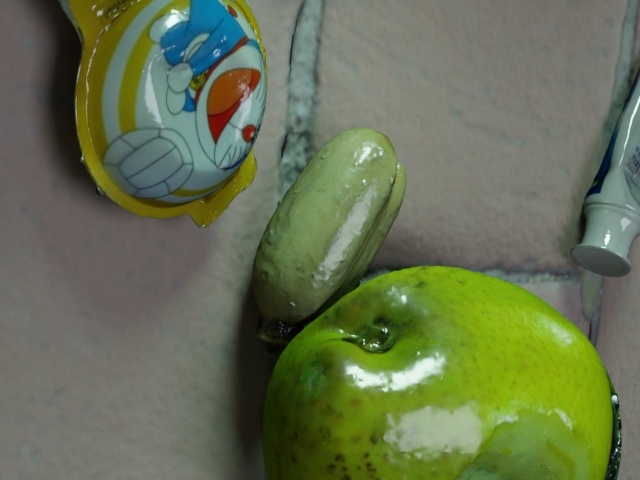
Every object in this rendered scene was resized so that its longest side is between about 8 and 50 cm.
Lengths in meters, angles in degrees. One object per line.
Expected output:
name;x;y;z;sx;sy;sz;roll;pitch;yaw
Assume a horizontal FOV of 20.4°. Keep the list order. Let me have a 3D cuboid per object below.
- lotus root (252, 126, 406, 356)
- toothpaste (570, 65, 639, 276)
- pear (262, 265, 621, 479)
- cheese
lotus root;-0.001;-0.001;1.319;0.183;0.077;0.090;-61;158;-4
toothpaste;0.299;-0.092;1.640;0.096;0.061;0.266;44;61;-41
pear;0.079;0.148;1.312;0.292;0.159;0.292;-16;130;-20
cheese;-0.111;-0.125;1.179;0.177;0.069;0.270;-46;130;-28
